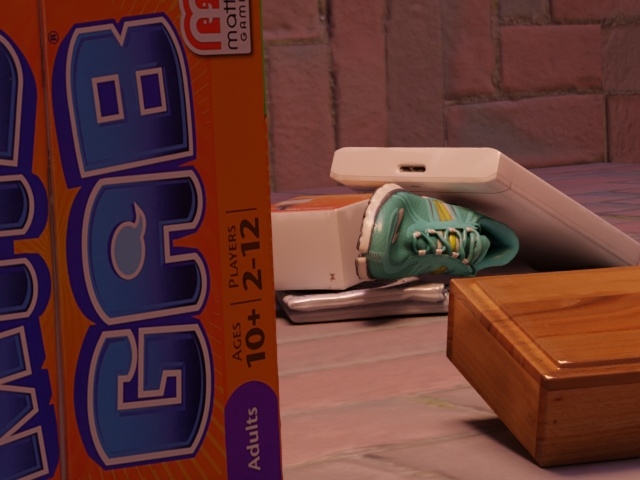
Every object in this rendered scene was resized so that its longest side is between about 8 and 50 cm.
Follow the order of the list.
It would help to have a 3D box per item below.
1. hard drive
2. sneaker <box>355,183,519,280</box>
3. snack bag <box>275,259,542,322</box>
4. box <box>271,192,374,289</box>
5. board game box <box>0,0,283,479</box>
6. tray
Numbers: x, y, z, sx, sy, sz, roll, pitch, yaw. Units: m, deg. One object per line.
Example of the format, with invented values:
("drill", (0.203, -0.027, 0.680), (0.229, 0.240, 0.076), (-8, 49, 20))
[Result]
("hard drive", (0.206, -0.034, 2.240), (0.233, 0.047, 0.353), (2, -16, 38))
("sneaker", (0.127, -0.004, 2.033), (0.110, 0.107, 0.275), (13, 10, 31))
("snack bag", (0.114, 0.051, 2.159), (0.343, 0.037, 0.323), (-3, 5, -5))
("box", (0.000, 0.000, 2.101), (0.130, 0.091, 0.170), (-2, 7, 24))
("board game box", (-0.278, 0.001, 1.216), (0.356, 0.356, 0.356), (-8, 7, -43))
("tray", (0.323, 0.077, 1.399), (0.411, 0.076, 0.203), (-5, 20, -15))
